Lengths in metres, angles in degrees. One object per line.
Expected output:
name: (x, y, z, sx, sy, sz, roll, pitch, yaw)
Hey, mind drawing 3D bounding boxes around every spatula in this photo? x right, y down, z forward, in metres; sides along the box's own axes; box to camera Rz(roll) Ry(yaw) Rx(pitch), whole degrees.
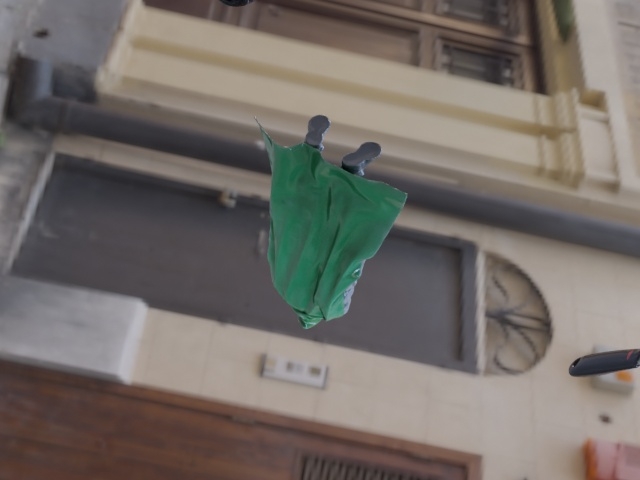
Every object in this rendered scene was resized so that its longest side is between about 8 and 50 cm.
spatula: (0.366, 0.130, 1.218, 0.084, 0.030, 0.296, -50, -162, -24)

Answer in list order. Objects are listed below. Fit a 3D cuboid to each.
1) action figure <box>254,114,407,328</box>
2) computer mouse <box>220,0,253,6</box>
action figure: (0.000, 0.000, 0.964, 0.063, 0.137, 0.232, -46, 159, -35)
computer mouse: (-0.142, -0.275, 0.939, 0.071, 0.242, 0.041, -49, 167, -21)
